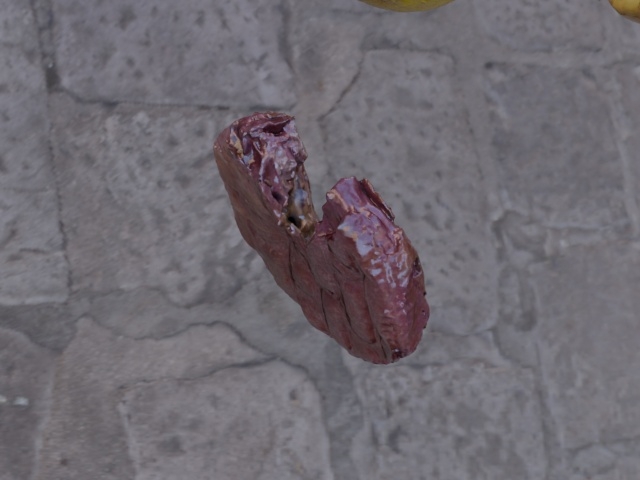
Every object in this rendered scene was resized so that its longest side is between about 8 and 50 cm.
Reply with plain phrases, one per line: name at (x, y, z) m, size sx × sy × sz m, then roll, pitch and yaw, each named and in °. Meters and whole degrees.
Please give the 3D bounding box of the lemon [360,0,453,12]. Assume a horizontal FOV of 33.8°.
lemon at (0.108, -0.423, 1.419) m, size 0.233 × 0.288 × 0.233 m, roll -27°, pitch 126°, yaw -46°

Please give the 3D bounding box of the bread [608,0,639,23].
bread at (0.206, -0.177, 0.434) m, size 0.139 × 0.143 × 0.229 m, roll 19°, pitch 65°, yaw -7°

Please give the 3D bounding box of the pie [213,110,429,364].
pie at (0.000, 0.000, 0.781) m, size 0.054 × 0.204 × 0.218 m, roll -37°, pitch 66°, yaw -18°
